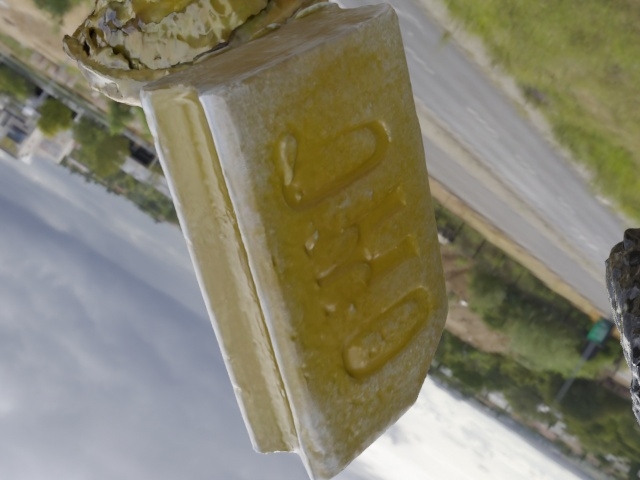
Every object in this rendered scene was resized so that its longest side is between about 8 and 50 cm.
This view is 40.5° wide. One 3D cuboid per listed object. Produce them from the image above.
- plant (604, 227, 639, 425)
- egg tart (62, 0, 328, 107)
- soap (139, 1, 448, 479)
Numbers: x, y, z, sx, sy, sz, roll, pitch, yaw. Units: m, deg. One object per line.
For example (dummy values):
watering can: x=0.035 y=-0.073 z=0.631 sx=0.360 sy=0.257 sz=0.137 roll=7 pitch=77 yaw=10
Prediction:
plant: x=0.267 y=0.074 z=0.563 sx=0.131 sy=0.203 sz=0.142 roll=-8 pitch=137 yaw=11
egg tart: x=-0.125 y=-0.246 z=0.856 sx=0.291 sy=0.291 sz=0.107 roll=30 pitch=152 yaw=43
soap: x=0.000 y=0.000 z=0.485 sx=0.073 sy=0.140 sz=0.232 roll=15 pitch=128 yaw=44
